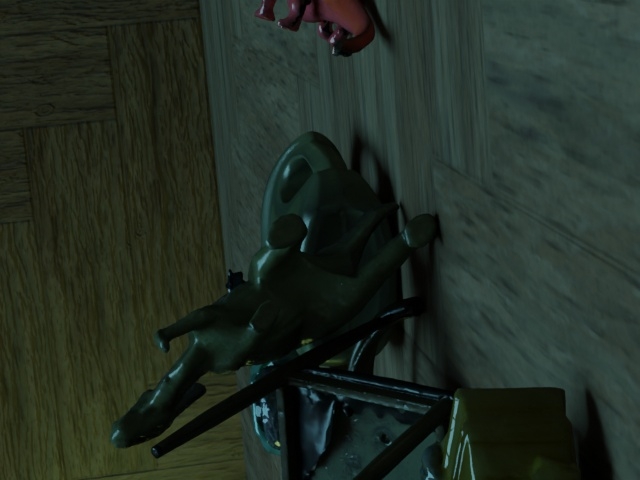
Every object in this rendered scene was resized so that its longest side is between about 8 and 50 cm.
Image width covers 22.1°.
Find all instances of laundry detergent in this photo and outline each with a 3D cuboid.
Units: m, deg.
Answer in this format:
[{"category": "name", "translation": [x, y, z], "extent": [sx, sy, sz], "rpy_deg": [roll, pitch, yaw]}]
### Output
[{"category": "laundry detergent", "translation": [0.000, 0.000, 1.441], "extent": [0.253, 0.091, 0.181], "rpy_deg": [-121, 27, -72]}]

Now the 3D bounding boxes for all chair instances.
[{"category": "chair", "translation": [0.031, 0.174, 1.185], "extent": [0.272, 0.166, 0.188], "rpy_deg": [-34, -53, -49]}]

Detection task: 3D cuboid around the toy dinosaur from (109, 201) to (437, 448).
[{"category": "toy dinosaur", "translation": [-0.036, 0.048, 1.203], "extent": [0.077, 0.294, 0.162], "rpy_deg": [58, 161, 11]}]

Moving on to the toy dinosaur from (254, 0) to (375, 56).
[{"category": "toy dinosaur", "translation": [0.012, -0.233, 1.360], "extent": [0.286, 0.070, 0.139], "rpy_deg": [-130, 56, -73]}]

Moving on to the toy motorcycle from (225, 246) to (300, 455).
[{"category": "toy motorcycle", "translation": [-0.029, 0.118, 1.735], "extent": [0.198, 0.109, 0.296], "rpy_deg": [75, -169, -50]}]

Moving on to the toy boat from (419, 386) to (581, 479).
[{"category": "toy boat", "translation": [0.099, 0.212, 0.923], "extent": [0.115, 0.089, 0.310], "rpy_deg": [-97, 2, -64]}]
